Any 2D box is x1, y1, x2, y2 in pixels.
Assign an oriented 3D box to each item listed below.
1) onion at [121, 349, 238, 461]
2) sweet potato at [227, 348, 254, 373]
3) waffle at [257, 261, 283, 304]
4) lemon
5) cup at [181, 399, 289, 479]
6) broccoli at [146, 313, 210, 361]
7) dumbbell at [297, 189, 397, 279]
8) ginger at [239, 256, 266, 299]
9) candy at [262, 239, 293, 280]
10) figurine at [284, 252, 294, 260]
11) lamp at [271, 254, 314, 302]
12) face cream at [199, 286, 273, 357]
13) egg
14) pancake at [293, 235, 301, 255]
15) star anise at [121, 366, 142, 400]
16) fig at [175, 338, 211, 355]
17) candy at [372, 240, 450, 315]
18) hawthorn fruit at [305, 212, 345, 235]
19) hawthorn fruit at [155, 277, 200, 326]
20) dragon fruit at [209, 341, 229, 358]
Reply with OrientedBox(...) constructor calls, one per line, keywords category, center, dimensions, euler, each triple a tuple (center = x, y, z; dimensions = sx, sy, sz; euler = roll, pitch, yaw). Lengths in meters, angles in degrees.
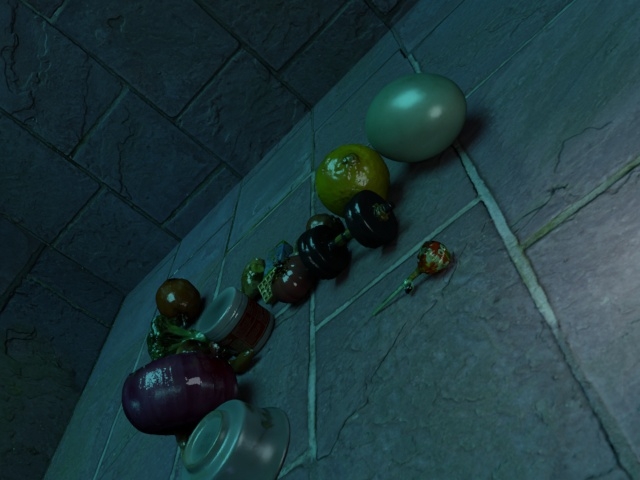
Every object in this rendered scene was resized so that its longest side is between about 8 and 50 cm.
OrientedBox(category="onion", center=(-0.428, 0.497, 1.854), dimensions=(0.358, 0.358, 0.344), euler=(-45, 45, 14))
OrientedBox(category="sweet potato", center=(-0.285, 0.427, 2.050), dimensions=(0.202, 0.055, 0.058), euler=(-37, 40, 35))
OrientedBox(category="waffle", center=(-0.163, 0.159, 2.217), dimensions=(0.148, 0.042, 0.102), euler=(-46, 47, 17))
OrientedBox(category="lemon", center=(0.109, -0.196, 1.992), dimensions=(0.253, 0.254, 0.310), euler=(-56, -14, -12))
OrientedBox(category="cup", center=(-0.257, 0.574, 1.623), dimensions=(0.347, 0.163, 0.347), euler=(-41, 23, 22))
OrientedBox(category="broccoli", center=(-0.589, 0.419, 2.470), dimensions=(0.269, 0.269, 0.254), euler=(-40, 29, 25))
OrientedBox(category="dumbbell", center=(0.083, -0.013, 1.876), dimensions=(0.388, 0.185, 0.185), euler=(-36, 26, 34))
OrientedBox(category="ginger", center=(-0.268, 0.151, 2.407), dimensions=(0.216, 0.102, 0.157), euler=(-85, 13, -48))
OrientedBox(category="candy", center=(-0.167, 0.092, 2.357), dimensions=(0.097, 0.062, 0.194), euler=(-41, 23, 25))
OrientedBox(category="figurine", center=(-0.082, 0.071, 2.247), dimensions=(0.129, 0.054, 0.072), euler=(-26, 47, 34))
OrientedBox(category="lamp", center=(-0.103, 0.130, 2.067), dimensions=(0.182, 0.140, 0.182), euler=(-45, 24, 26))
OrientedBox(category="face cream", center=(-0.294, 0.293, 2.108), dimensions=(0.201, 0.187, 0.201), euler=(-41, 24, 23))
OrientedBox(category="egg", center=(0.303, -0.393, 1.925), dimensions=(0.389, 0.276, 0.276), euler=(-18, 39, 59))
OrientedBox(category="pancake", center=(-0.036, 0.022, 2.189), dimensions=(0.140, 0.022, 0.139), euler=(-12, 46, 13))
OrientedBox(category="star anise", center=(-0.793, 0.644, 2.649), dimensions=(0.229, 0.093, 0.236), euler=(-58, 21, -16))
OrientedBox(category="fig", center=(-0.505, 0.485, 2.271), dimensions=(0.230, 0.143, 0.160), euler=(-50, 39, -3))
OrientedBox(category="candy", center=(0.226, 0.108, 1.564), dimensions=(0.287, 0.084, 0.078), euler=(-47, 25, 28))
OrientedBox(category="hawthorn fruit", center=(0.001, -0.013, 2.084), dimensions=(0.189, 0.149, 0.149), euler=(-50, 21, -7))
OrientedBox(category="hawthorn fruit", center=(-0.667, 0.308, 2.821), dimensions=(0.211, 0.211, 0.299), euler=(-47, 34, 9))
OrientedBox(category="dragon fruit", center=(-0.373, 0.395, 2.238), dimensions=(0.081, 0.086, 0.116), euler=(-49, 24, 19))
